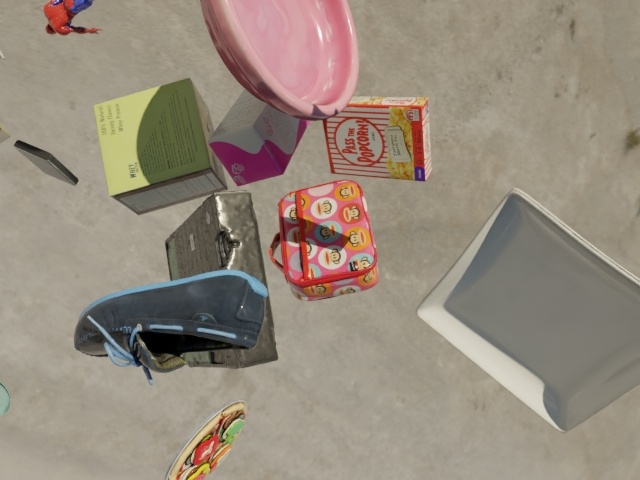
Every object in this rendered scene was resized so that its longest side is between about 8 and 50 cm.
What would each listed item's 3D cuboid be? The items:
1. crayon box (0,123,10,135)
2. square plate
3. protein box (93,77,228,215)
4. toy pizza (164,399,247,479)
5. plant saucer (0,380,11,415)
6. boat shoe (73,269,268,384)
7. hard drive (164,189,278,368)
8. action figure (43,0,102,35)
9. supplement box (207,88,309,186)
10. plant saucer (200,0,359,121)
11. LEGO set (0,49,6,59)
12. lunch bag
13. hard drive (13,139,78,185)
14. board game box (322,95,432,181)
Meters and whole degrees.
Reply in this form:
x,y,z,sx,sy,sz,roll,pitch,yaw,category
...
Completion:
x,y,z,sx,sy,sz,roll,pitch,yaw,category
-0.895,-0.335,1.394,0.081,0.318,0.202,-40,109,-16,crayon box
0.373,0.127,0.928,0.049,0.344,0.347,-39,163,-43,square plate
-0.318,-0.184,1.120,0.201,0.200,0.136,-16,165,1,protein box
-0.196,0.376,0.997,0.201,0.032,0.201,-45,156,-27,toy pizza
-0.891,0.422,1.511,0.021,0.119,0.120,-54,145,-74,plant saucer
-0.179,0.100,0.601,0.109,0.258,0.089,31,48,-48,boat shoe
-0.168,0.078,0.871,0.064,0.339,0.237,-6,81,-28,hard drive
-0.562,-0.579,1.339,0.092,0.280,0.139,61,34,-10,action figure
-0.108,-0.221,1.072,0.111,0.113,0.220,59,33,-32,supplement box
-0.063,-0.337,0.839,0.332,0.084,0.332,21,63,-50,plant saucer
-0.590,-0.396,0.842,0.060,0.182,0.244,-37,136,-22,LEGO set
0.000,0.000,1.355,0.258,0.293,0.120,-12,143,4,lunch bag
-0.631,-0.178,1.284,0.135,0.094,0.022,82,31,-72,hard drive
0.103,-0.188,1.019,0.045,0.193,0.147,-54,142,-44,board game box
